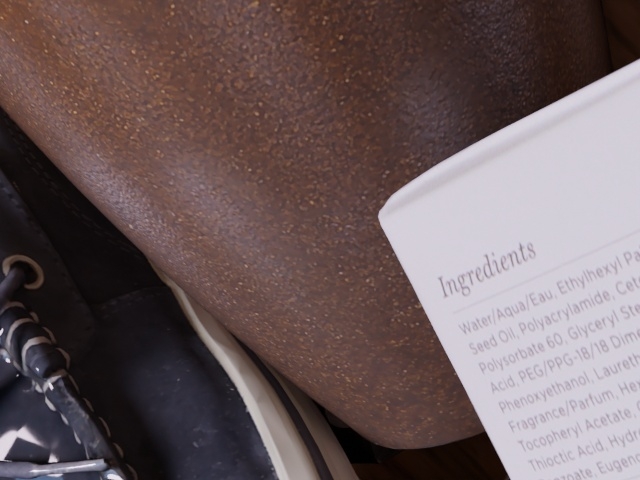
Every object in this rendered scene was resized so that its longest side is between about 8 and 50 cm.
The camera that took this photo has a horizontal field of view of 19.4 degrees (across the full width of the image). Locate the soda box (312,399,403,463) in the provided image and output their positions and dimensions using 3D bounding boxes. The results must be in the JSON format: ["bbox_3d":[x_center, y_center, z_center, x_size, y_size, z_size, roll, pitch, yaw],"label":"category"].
[{"bbox_3d":[0.000,0.000,0.728,0.053,0.060,0.168,-10,102,53],"label":"soda box"}]

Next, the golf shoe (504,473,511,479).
[{"bbox_3d":[0.104,0.074,0.642,0.186,0.067,0.086,-53,37,33],"label":"golf shoe"}]

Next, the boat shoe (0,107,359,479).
[{"bbox_3d":[-0.103,0.075,0.702,0.500,0.156,0.186,61,149,35],"label":"boat shoe"}]

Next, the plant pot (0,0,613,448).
[{"bbox_3d":[0.004,-0.056,0.601,0.215,0.215,0.230,-4,121,50],"label":"plant pot"}]

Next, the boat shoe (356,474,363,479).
[{"bbox_3d":[0.001,0.139,0.778,0.258,0.095,0.084,6,119,47],"label":"boat shoe"}]

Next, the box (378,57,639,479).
[{"bbox_3d":[0.147,-0.013,0.451,0.182,0.181,0.119,-29,88,52],"label":"box"}]
